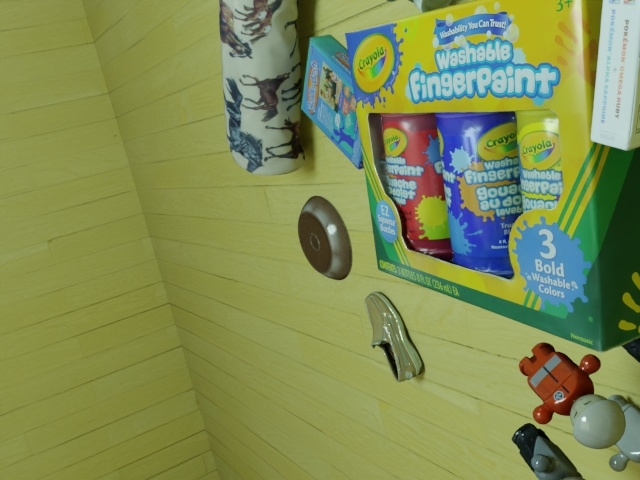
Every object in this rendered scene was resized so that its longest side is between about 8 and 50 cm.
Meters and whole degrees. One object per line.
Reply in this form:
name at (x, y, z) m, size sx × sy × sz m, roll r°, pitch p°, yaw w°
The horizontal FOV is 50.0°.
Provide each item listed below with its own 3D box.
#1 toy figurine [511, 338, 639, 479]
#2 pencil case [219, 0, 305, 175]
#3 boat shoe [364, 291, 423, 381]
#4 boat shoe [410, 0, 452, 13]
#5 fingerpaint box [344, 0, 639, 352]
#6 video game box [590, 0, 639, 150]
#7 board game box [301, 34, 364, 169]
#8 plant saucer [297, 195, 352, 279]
toy figurine at (0.352, 0.220, 0.826) m, size 0.148 × 0.213 × 0.209 m, roll -125°, pitch 29°, yaw -56°
pencil case at (-0.108, -0.328, 1.375) m, size 0.160 × 0.184 × 0.410 m, roll 25°, pitch 132°, yaw 30°
boat shoe at (0.131, 0.191, 1.366) m, size 0.190 × 0.072 × 0.068 m, roll 60°, pitch 151°, yaw 21°
boat shoe at (0.160, -0.442, 0.865) m, size 0.099 × 0.116 × 0.319 m, roll 53°, pitch 153°, yaw 24°
fingerpaint box at (0.221, -0.110, 0.866) m, size 0.445 × 0.163 × 0.370 m, roll 20°, pitch 122°, yaw 62°
video game box at (0.331, -0.194, 0.609) m, size 0.048 × 0.205 × 0.187 m, roll 35°, pitch 136°, yaw 51°
board game box at (0.043, -0.257, 1.269) m, size 0.210 × 0.047 × 0.160 m, roll 51°, pitch 147°, yaw 33°
plant saucer at (0.000, 0.000, 1.528) m, size 0.198 × 0.036 × 0.198 m, roll 41°, pitch 141°, yaw 44°
